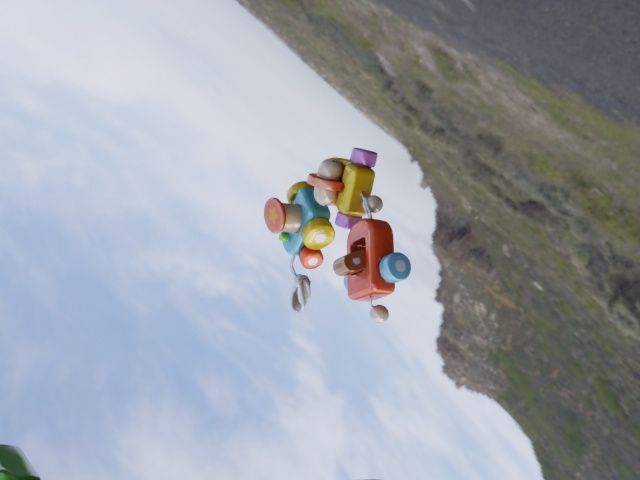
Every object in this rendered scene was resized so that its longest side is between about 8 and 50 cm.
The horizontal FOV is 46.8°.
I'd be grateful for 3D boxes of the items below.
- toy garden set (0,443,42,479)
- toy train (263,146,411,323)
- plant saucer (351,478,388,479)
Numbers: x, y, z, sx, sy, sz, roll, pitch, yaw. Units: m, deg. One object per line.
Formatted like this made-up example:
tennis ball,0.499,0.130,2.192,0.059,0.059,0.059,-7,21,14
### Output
toy garden set,-0.145,0.227,0.294,0.049,0.204,0.244,23,178,-40
toy train,0.000,0.000,0.532,0.046,0.125,0.166,7,167,-27
plant saucer,0.053,0.468,0.795,0.400,0.400,0.100,44,162,9
